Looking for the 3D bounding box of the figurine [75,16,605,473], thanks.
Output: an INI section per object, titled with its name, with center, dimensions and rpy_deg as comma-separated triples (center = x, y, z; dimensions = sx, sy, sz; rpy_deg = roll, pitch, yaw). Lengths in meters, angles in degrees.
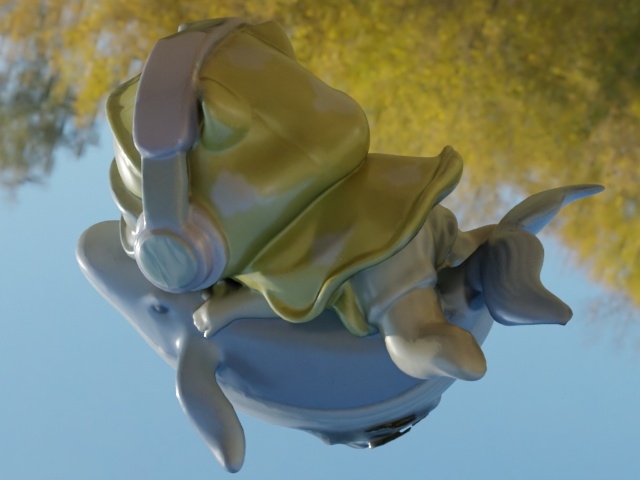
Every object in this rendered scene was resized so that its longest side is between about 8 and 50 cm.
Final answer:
[figurine]
center = 0.000, 0.000, 0.585
dimensions = 0.208, 0.184, 0.128
rpy_deg = -5, -151, 20
